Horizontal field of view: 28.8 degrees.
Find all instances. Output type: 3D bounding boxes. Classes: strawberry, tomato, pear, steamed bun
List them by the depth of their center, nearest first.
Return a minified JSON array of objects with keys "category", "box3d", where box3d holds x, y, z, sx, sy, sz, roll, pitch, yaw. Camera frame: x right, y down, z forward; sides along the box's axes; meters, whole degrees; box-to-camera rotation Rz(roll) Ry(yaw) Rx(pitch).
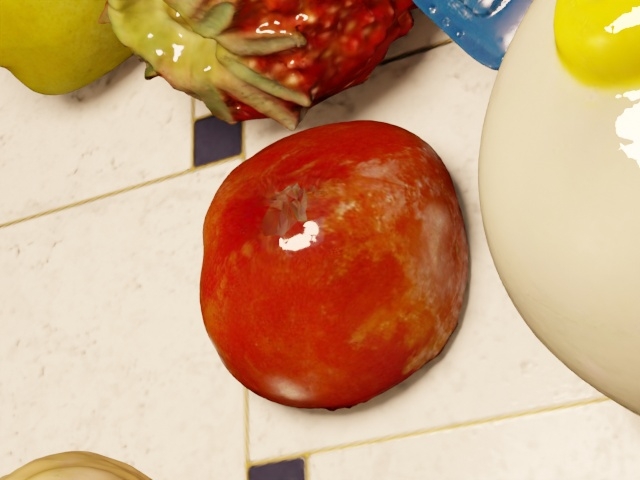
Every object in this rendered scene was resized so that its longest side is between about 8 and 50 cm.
[{"category":"steamed bun","box3d":[0.268,-0.065,0.709,0.334,0.334,0.374,39,95,36]},{"category":"tomato","box3d":[0.000,0.000,0.928,0.200,0.139,0.233,-6,64,20]},{"category":"strawberry","box3d":[-0.024,-0.269,1.015,0.292,0.292,0.343,20,57,34]},{"category":"pear","box3d":[-0.239,-0.239,1.144,0.200,0.200,0.200,-12,62,24]}]

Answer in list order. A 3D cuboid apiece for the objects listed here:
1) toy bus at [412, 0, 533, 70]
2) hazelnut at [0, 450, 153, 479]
[{"category":"toy bus","box3d":[0.218,-0.231,0.883,0.287,0.175,0.138,-49,50,13]},{"category":"hazelnut","box3d":[-0.160,0.267,0.863,0.241,0.261,0.261,-13,56,-14]}]
